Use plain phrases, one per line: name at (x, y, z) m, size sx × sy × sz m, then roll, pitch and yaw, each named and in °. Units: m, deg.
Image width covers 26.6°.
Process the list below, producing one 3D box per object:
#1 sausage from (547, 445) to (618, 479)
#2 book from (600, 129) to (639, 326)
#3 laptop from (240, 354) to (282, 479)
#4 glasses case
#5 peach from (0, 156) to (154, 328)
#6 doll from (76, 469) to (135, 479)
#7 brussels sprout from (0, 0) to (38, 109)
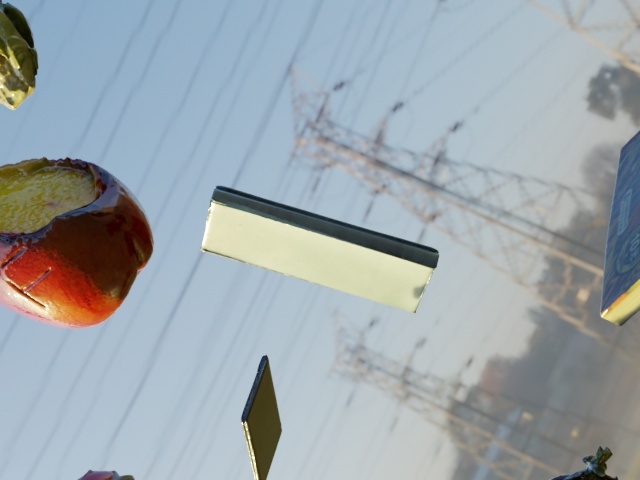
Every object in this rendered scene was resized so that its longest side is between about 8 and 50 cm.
sausage at (0.297, 0.391, 1.752) m, size 0.117 × 0.125 × 0.317 m, roll -103°, pitch 28°, yaw -59°
book at (0.423, -0.132, 1.308) m, size 0.428 × 0.039 × 0.300 m, roll -50°, pitch 11°, yaw 39°
laptop at (-0.087, 0.275, 2.029) m, size 0.180 × 0.016 × 0.129 m, roll 81°, pitch -159°, yaw -43°
glasses case at (0.000, 0.000, 1.571) m, size 0.105 × 0.266 × 0.056 m, roll 109°, pitch 177°, yaw -52°
peach at (-0.306, -0.008, 1.528) m, size 0.190 × 0.226 × 0.196 m, roll -59°, pitch 10°, yaw -12°
doll at (-0.360, 0.392, 2.116) m, size 0.104 × 0.062 × 0.195 m, roll -43°, pitch -16°, yaw 19°
brussels sprout at (-0.508, -0.299, 2.147) m, size 0.139 × 0.181 × 0.100 m, roll -35°, pitch 2°, yaw 39°
